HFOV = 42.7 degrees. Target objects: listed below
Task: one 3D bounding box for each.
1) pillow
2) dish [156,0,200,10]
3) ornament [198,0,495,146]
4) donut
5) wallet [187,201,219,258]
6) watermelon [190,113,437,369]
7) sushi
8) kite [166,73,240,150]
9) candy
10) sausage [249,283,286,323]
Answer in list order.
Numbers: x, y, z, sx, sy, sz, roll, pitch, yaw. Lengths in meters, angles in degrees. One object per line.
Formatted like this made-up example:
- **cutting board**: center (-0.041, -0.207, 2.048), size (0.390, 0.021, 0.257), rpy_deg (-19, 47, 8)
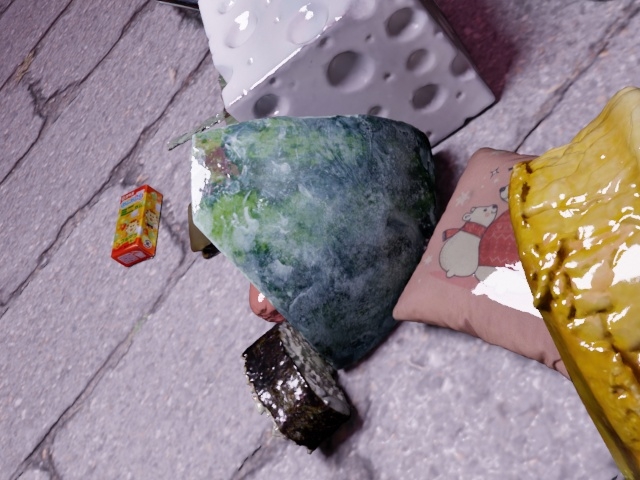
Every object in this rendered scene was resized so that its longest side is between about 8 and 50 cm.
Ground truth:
- **pillow**: center (0.200, 0.011, 0.816), size (0.236, 0.084, 0.223), rpy_deg (17, 76, 49)
- **dish**: center (-0.168, -0.464, 1.449), size (0.243, 0.080, 0.182), rpy_deg (27, 82, 45)
- **ornament**: center (0.026, -0.238, 1.017), size (0.239, 0.239, 0.240), rpy_deg (-36, 46, 19)
- **donut**: center (0.252, 0.062, 0.561), size (0.160, 0.330, 0.330), rpy_deg (-37, 45, 20)
- **wallet**: center (-0.105, -0.060, 1.161), size (0.198, 0.031, 0.110), rpy_deg (-30, 48, 22)
- **watermelon**: center (0.000, 0.000, 0.941), size (0.213, 0.319, 0.290), rpy_deg (-4, 100, 58)
- **sushi**: center (-0.031, 0.160, 0.912), size (0.078, 0.090, 0.150), rpy_deg (-46, 45, 12)
- **kite**: center (-0.156, -0.204, 1.318), size (0.250, 0.012, 0.229), rpy_deg (-29, 46, 24)
- **candy**: center (-0.289, -0.023, 1.289), size (0.062, 0.038, 0.122), rpy_deg (-21, 51, 29)
- **sausage**: center (-0.055, 0.030, 1.037), size (0.062, 0.062, 0.154), rpy_deg (-17, 54, 32)
